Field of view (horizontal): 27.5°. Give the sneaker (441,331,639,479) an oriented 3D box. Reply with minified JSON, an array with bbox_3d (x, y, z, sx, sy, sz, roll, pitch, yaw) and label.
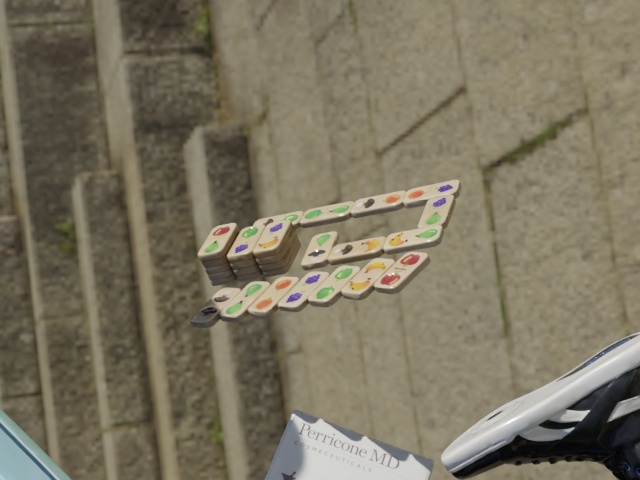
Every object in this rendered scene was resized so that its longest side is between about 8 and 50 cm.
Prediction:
[{"bbox_3d":[0.224,0.182,1.135,0.121,0.216,0.079,60,-176,0],"label":"sneaker"}]

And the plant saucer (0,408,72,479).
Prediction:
[{"bbox_3d":[-0.248,0.183,1.063,0.192,0.018,0.067,29,117,45],"label":"plant saucer"}]

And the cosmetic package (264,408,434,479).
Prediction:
[{"bbox_3d":[0.005,0.294,1.278,0.151,0.151,0.184,102,-171,-58],"label":"cosmetic package"}]

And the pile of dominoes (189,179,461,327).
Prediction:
[{"bbox_3d":[0.000,0.000,1.280,0.196,0.251,0.040,-65,-42,-55],"label":"pile of dominoes"}]
